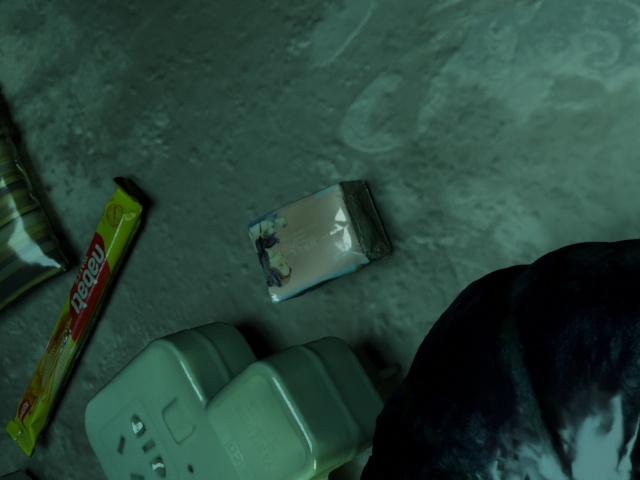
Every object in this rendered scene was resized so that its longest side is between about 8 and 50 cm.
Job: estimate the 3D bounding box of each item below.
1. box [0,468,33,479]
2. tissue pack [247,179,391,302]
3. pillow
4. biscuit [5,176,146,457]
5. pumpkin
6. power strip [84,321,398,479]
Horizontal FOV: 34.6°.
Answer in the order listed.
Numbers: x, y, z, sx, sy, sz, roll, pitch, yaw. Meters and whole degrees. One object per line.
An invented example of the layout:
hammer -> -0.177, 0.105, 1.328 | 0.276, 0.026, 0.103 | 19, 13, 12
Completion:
box -> -0.259, 0.350, 0.977 | 0.233, 0.067, 0.149 | 37, 109, 21
tissue pack -> 0.000, 0.000, 0.820 | 0.094, 0.059, 0.074 | -26, 80, 26
pillow -> -0.360, -0.016, 1.012 | 0.208, 0.052, 0.212 | -31, 80, 22
biscuit -> -0.230, 0.076, 0.967 | 0.048, 0.026, 0.292 | 42, 112, 40
pumpkin -> 0.195, 0.174, 0.616 | 0.363, 0.266, 0.363 | 1, 93, 31
power strip -> -0.050, 0.170, 0.839 | 0.261, 0.141, 0.229 | -42, 73, 39
